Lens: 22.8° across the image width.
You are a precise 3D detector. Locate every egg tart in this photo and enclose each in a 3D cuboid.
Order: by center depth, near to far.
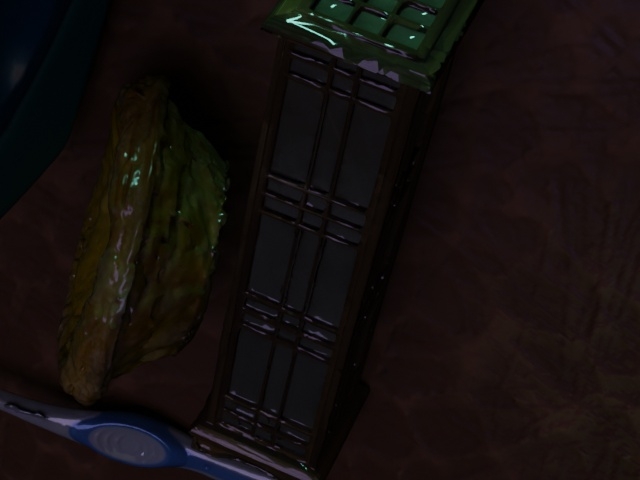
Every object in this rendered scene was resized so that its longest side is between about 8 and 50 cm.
[{"bbox_3d":[-0.097,0.002,0.890,0.074,0.191,0.191,11,121,-11],"label":"egg tart"}]

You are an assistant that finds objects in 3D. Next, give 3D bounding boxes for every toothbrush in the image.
[{"bbox_3d":[-0.113,0.133,1.029,0.386,0.040,0.040,20,120,10],"label":"toothbrush"}]

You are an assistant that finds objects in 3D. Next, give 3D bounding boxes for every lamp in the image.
[{"bbox_3d":[0.000,0.000,0.850,0.090,0.089,0.325,21,134,9],"label":"lamp"}]

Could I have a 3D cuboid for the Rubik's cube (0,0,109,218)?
[{"bbox_3d":[-0.305,-0.173,0.765,0.347,0.352,0.352,23,123,9],"label":"Rubik's cube"}]
